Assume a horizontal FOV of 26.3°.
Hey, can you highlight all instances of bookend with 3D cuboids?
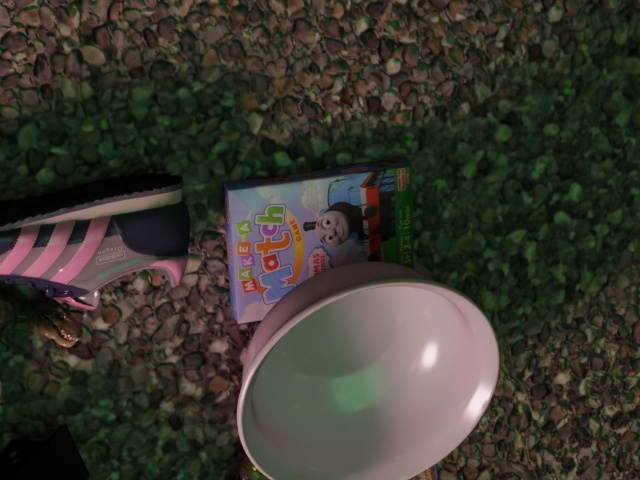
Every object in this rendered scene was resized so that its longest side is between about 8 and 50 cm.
[{"bbox_3d":[-0.363,0.273,1.483,0.157,0.156,0.072,-48,126,-48],"label":"bookend"}]

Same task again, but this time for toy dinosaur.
[{"bbox_3d":[-0.391,0.098,1.437,0.268,0.064,0.118,12,101,-16],"label":"toy dinosaur"}]

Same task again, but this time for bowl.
[{"bbox_3d":[0.036,0.130,1.507,0.298,0.134,0.297,-10,127,-14],"label":"bowl"}]

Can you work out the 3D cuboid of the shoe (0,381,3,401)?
[{"bbox_3d":[-0.378,0.190,1.433,0.178,0.063,0.081,-30,146,25],"label":"shoe"}]

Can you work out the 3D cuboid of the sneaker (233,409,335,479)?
[{"bbox_3d":[-0.070,0.262,1.594,0.188,0.067,0.078,-39,102,-5],"label":"sneaker"}]

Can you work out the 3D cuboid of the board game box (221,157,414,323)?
[{"bbox_3d":[0.000,0.000,1.536,0.212,0.039,0.160,-8,111,-14],"label":"board game box"}]

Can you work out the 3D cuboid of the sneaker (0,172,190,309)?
[{"bbox_3d":[-0.287,0.022,1.413,0.319,0.112,0.131,-12,108,-13],"label":"sneaker"}]

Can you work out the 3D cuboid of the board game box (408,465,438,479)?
[{"bbox_3d":[0.079,0.272,1.655,0.133,0.033,0.168,-16,112,-12],"label":"board game box"}]
